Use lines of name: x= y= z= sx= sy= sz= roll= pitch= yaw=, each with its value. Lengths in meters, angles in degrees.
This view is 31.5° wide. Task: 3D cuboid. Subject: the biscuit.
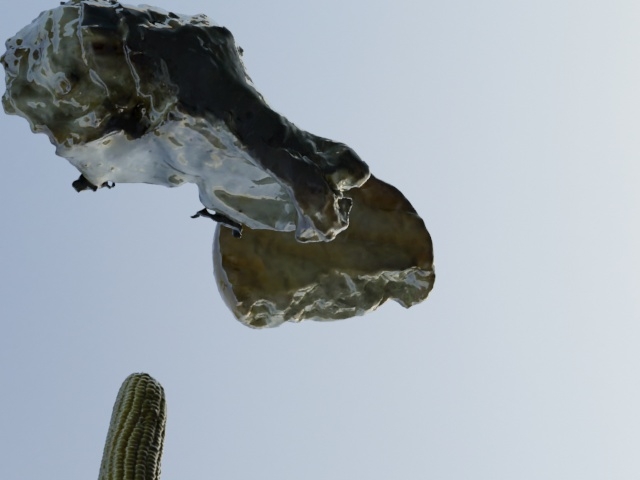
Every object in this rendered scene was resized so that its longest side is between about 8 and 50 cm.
biscuit: x=0.000 y=0.001 z=1.391 sx=0.274 sy=0.091 sz=0.213 roll=-4 pitch=-120 yaw=-11

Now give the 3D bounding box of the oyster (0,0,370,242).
oyster: x=-0.119 y=-0.100 z=1.009 sx=0.337 sy=0.133 sz=0.198 roll=36 pitch=-113 yaw=-11

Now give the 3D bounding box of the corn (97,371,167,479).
corn: x=-0.233 y=0.260 z=1.419 sx=0.080 sy=0.080 sz=0.231 roll=42 pitch=-148 yaw=-32
